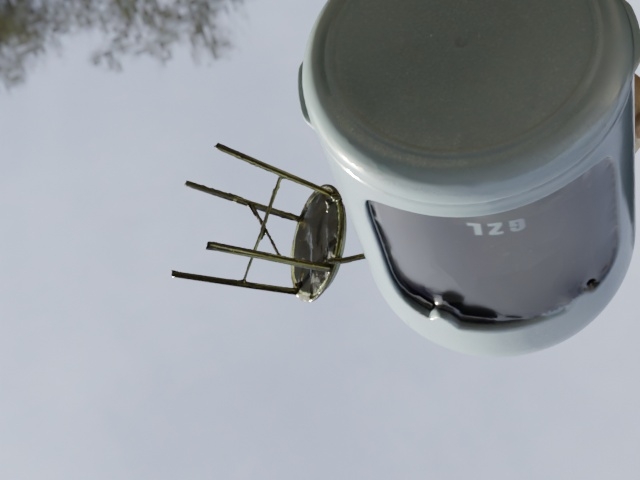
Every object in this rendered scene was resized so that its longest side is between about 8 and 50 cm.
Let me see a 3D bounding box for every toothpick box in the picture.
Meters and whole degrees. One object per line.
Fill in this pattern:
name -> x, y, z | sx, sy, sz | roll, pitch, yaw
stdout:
toothpick box -> 0.132, -0.063, 1.265 | 0.263, 0.355, 0.263 | -6, -121, 10

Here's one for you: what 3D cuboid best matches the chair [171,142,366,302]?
chair -> 0.000, 0.000, 1.927 | 0.325, 0.170, 0.160 | 12, -113, -21

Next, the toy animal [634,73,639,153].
toy animal -> 0.249, -0.162, 1.868 | 0.195, 0.256, 0.213 | -54, 179, 9
